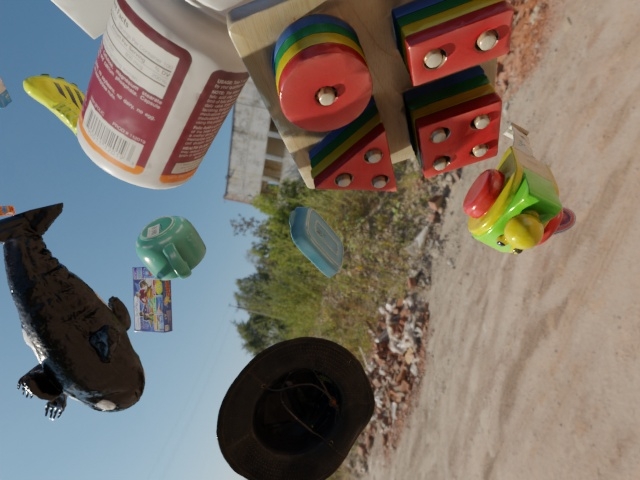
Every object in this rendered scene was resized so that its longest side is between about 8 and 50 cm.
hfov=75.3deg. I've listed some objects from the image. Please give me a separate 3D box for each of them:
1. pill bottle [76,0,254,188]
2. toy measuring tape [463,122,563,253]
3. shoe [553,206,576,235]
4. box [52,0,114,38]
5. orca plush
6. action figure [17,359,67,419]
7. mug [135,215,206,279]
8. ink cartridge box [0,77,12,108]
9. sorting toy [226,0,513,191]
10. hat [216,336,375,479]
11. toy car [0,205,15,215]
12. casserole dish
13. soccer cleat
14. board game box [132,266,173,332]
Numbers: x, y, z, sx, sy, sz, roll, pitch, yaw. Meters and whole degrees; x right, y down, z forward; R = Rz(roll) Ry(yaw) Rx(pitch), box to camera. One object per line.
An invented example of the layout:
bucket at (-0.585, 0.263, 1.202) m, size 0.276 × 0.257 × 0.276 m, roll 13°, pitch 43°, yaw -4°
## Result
pill bottle at (-0.241, -0.294, 0.692) m, size 0.392 × 0.224 × 0.224 m, roll -47°, pitch 19°, yaw 34°
toy measuring tape at (0.270, -0.074, 0.604) m, size 0.330 × 0.122 × 0.121 m, roll -61°, pitch -14°, yaw -54°
shoe at (0.389, -0.044, 0.788) m, size 0.081 × 0.178 × 0.063 m, roll 20°, pitch -107°, yaw -68°
box at (-0.480, -0.594, 0.740) m, size 0.345 × 0.168 × 0.214 m, roll 43°, pitch -149°, yaw -50°
orca plush at (-0.275, 0.094, 0.508) m, size 0.151 × 0.102 × 0.287 m, roll -30°, pitch -69°, yaw -63°
action figure at (-0.589, 0.281, 0.996) m, size 0.141 × 0.164 × 0.275 m, roll -45°, pitch 12°, yaw 17°
mug at (-0.316, 0.008, 0.888) m, size 0.129 × 0.158 × 0.097 m, roll -56°, pitch -42°, yaw -38°
ink cartridge box at (-0.735, -0.343, 0.878) m, size 0.052 × 0.089 × 0.122 m, roll -109°, pitch 13°, yaw -51°
sorting toy at (0.072, -0.150, 0.450) m, size 0.257 × 0.256 × 0.089 m, roll 60°, pitch -164°, yaw -57°
hat at (-0.059, 0.344, 0.886) m, size 0.134 × 0.332 × 0.331 m, roll -151°, pitch 72°, yaw -74°
toy car at (-1.057, -0.067, 1.403) m, size 0.060 × 0.041 × 0.121 m, roll 25°, pitch -126°, yaw -66°
casserole dish at (0.000, 0.000, 0.918) m, size 0.188 × 0.037 × 0.114 m, roll 47°, pitch -146°, yaw -34°
soccer cleat at (-0.676, -0.345, 1.149) m, size 0.289 × 0.094 × 0.121 m, roll 47°, pitch -152°, yaw -72°
board game box at (-0.519, 0.179, 1.279) m, size 0.035 × 0.136 × 0.201 m, roll 2°, pitch -95°, yaw -62°
